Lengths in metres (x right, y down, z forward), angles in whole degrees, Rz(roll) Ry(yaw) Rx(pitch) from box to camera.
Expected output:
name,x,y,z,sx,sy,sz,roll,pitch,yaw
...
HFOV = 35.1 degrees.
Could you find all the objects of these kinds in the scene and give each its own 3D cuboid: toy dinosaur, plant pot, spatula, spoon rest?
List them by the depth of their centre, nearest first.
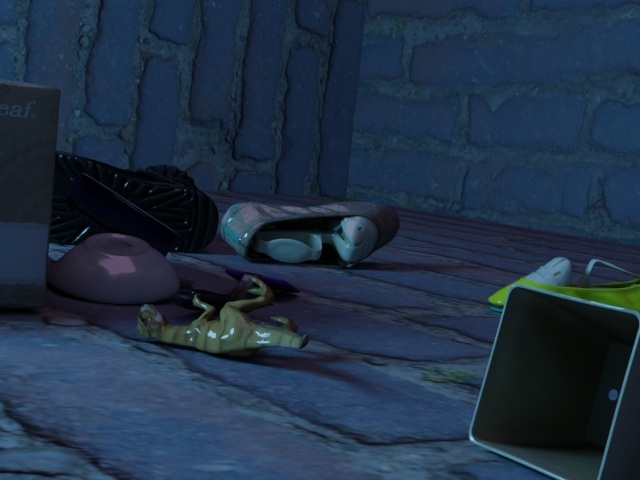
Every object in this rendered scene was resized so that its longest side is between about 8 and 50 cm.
name,x,y,z,sx,sy,sz,roll,pitch,yaw
plant pot,0.178,0.098,0.648,0.096,0.109,0.109,17,-2,-35
toy dinosaur,-0.061,0.080,0.856,0.211,0.064,0.112,-1,18,35
spatula,-0.096,0.056,1.124,0.084,0.030,0.296,10,6,15
spoon rest,-0.275,0.019,1.155,0.276,0.084,0.137,26,24,35

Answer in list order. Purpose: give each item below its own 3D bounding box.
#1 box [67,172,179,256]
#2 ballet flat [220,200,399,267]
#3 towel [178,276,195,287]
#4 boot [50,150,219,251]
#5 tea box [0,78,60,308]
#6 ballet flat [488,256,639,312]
name,x,y,z,sx,sy,sz,roll,pitch,yaw
box,-0.251,-0.023,1.260,0.136,0.037,0.225,34,-12,-9
ballet flat,0.000,0.000,1.583,0.315,0.108,0.106,-2,28,-25
towel,-0.200,0.049,1.204,0.083,0.010,0.060,2,6,-43
boot,-0.343,-0.071,1.627,0.347,0.131,0.260,15,9,-21
tea box,-0.465,-0.066,1.005,0.328,0.220,0.323,3,5,-29
ballet flat,0.330,0.060,1.300,0.230,0.077,0.077,5,6,-5
